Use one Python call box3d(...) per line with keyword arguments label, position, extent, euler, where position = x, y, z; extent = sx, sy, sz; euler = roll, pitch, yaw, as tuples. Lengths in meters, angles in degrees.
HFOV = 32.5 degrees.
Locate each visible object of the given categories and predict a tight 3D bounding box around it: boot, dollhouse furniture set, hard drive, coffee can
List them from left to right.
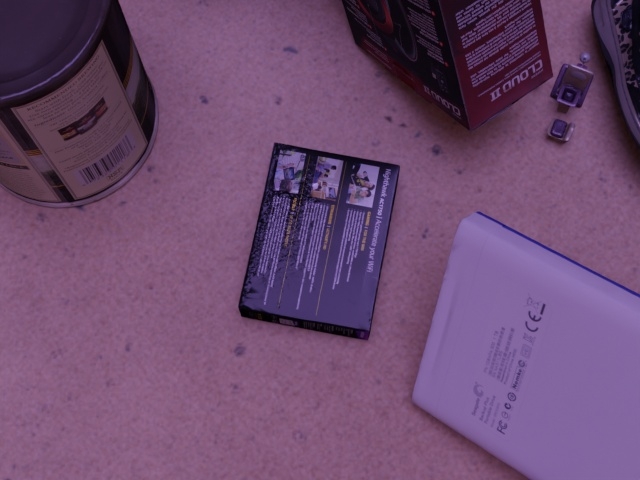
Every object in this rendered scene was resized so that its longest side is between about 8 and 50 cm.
box3d(label="coffee can", position=(-0.274, -0.167, 1.045), extent=(0.201, 0.275, 0.201), euler=(0, 73, 0))
box3d(label="dollhouse furniture set", position=(0.223, -0.170, 1.138), extent=(0.114, 0.081, 0.091), euler=(23, 75, 8))
box3d(label="hard drive", position=(0.234, 0.135, 0.947), extent=(0.318, 0.210, 0.040), euler=(30, 35, 29))
box3d(label="boot", position=(0.384, -0.184, 1.094), extent=(0.178, 0.085, 0.236), euler=(-29, 66, 35))

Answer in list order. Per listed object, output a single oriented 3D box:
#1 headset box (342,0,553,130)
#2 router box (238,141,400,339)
box3d(label="headset box", position=(0.100, -0.260, 1.051), extent=(0.110, 0.293, 0.218), euler=(-33, 45, -11))
box3d(label="router box", position=(0.000, 0.000, 1.110), extent=(0.133, 0.046, 0.179), euler=(11, 74, 4))
